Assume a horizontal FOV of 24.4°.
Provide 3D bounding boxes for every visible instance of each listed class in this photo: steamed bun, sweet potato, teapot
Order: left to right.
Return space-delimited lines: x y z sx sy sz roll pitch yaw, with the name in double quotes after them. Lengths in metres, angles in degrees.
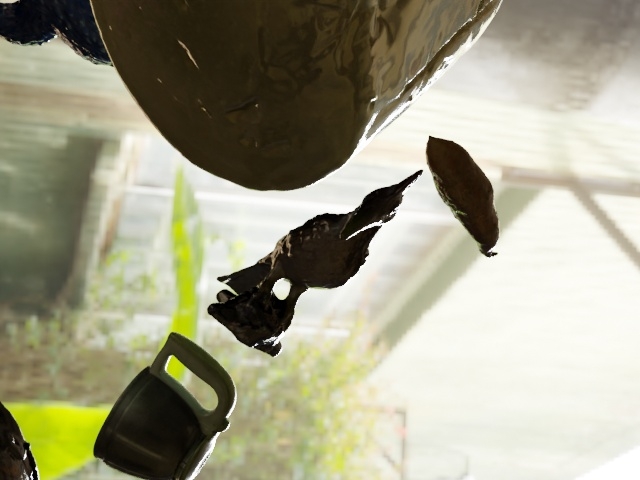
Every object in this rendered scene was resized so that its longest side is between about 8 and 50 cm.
-0.128 0.154 1.237 0.092 0.091 0.124 -52 170 -46 "teapot"
-0.015 -0.290 1.145 0.371 0.290 0.455 -48 155 -47 "steamed bun"
0.166 -0.051 1.660 0.068 0.060 0.206 -91 158 -51 "sweet potato"

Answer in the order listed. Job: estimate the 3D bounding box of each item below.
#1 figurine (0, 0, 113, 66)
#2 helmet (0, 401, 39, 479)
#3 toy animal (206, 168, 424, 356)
-0.226 -0.238 1.387 0.164 0.262 0.120 -66 -147 24 "figurine"
-0.435 0.302 1.646 0.160 0.231 0.278 -94 -169 -52 "helmet"
-0.005 0.008 1.016 0.202 0.070 0.105 -39 -159 31 "toy animal"
